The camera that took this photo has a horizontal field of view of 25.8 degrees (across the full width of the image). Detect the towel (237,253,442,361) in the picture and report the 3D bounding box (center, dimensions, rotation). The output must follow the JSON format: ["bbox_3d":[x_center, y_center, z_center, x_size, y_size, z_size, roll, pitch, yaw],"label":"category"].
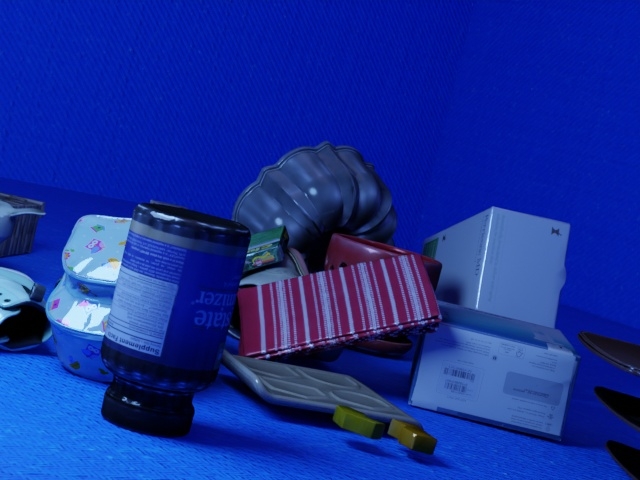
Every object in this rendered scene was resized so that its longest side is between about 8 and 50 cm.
[{"bbox_3d":[0.019,0.094,1.911,0.275,0.031,0.199,-12,27,0],"label":"towel"}]

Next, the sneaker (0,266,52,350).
[{"bbox_3d":[-0.426,0.063,1.602,0.256,0.094,0.151,10,9,-31],"label":"sneaker"}]

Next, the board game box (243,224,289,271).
[{"bbox_3d":[-0.179,0.038,2.163,0.259,0.030,0.136,-16,11,8],"label":"board game box"}]

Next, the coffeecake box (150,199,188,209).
[{"bbox_3d":[-0.263,0.015,2.396,0.068,0.142,0.185,12,4,-16],"label":"coffeecake box"}]

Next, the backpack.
[{"bbox_3d":[-0.226,0.065,1.596,0.166,0.144,0.188,7,47,6],"label":"backpack"}]

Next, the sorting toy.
[{"bbox_3d":[0.005,0.196,1.665,0.229,0.041,0.307,17,3,-22],"label":"sorting toy"}]

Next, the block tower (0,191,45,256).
[{"bbox_3d":[-0.562,-0.025,2.312,0.091,0.097,0.335,15,6,8],"label":"block tower"}]

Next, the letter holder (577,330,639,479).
[{"bbox_3d":[0.420,0.224,1.752,0.214,0.152,0.302,17,4,-2],"label":"letter holder"}]

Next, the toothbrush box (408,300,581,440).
[{"bbox_3d":[0.243,0.178,2.012,0.216,0.126,0.295,13,5,2],"label":"toothbrush box"}]

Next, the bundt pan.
[{"bbox_3d":[0.000,0.000,2.428,0.331,0.331,0.124,10,23,-41],"label":"bundt pan"}]

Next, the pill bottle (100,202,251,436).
[{"bbox_3d":[-0.152,0.080,1.411,0.123,0.219,0.123,13,5,-1],"label":"pill bottle"}]

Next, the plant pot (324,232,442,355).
[{"bbox_3d":[0.091,0.093,2.308,0.191,0.174,0.191,13,4,-1],"label":"plant pot"}]

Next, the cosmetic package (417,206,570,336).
[{"bbox_3d":[0.294,0.074,2.484,0.155,0.197,0.365,13,-13,-11],"label":"cosmetic package"}]

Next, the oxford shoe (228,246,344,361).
[{"bbox_3d":[-0.096,0.082,2.143,0.146,0.140,0.397,6,6,-25],"label":"oxford shoe"}]

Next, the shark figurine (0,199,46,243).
[{"bbox_3d":[-0.513,0.000,2.022,0.166,0.116,0.278,10,9,27],"label":"shark figurine"}]
